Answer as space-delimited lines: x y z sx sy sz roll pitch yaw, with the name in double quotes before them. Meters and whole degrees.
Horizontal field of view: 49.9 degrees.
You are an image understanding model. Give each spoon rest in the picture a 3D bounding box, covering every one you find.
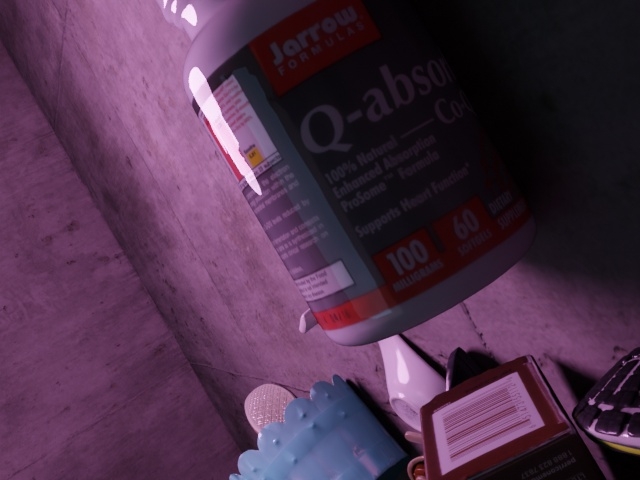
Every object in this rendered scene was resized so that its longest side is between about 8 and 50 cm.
"spoon rest" 0.099 0.174 0.968 0.276 0.084 0.137 37 153 14

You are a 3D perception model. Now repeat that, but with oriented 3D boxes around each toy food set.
"toy food set" 0.181 0.348 0.961 0.132 0.038 0.192 3 131 31

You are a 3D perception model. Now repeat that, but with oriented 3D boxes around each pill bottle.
"pill bottle" 0.011 -0.111 0.598 0.363 0.210 0.210 59 157 -2

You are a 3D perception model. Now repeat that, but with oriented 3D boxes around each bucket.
"bucket" 0.005 0.390 1.172 0.183 0.281 0.281 42 152 24

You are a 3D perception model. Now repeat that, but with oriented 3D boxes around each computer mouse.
"computer mouse" 0.186 0.266 0.821 0.060 0.262 0.184 0 163 19

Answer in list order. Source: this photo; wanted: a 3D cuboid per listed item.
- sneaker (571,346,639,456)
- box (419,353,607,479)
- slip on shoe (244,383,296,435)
"sneaker" 0.300 0.151 0.475 0.121 0.111 0.300 54 163 -12
"box" 0.246 0.319 0.639 0.381 0.143 0.191 60 -170 -6
"slip on shoe" -0.059 0.440 1.555 0.331 0.123 0.101 30 148 41
